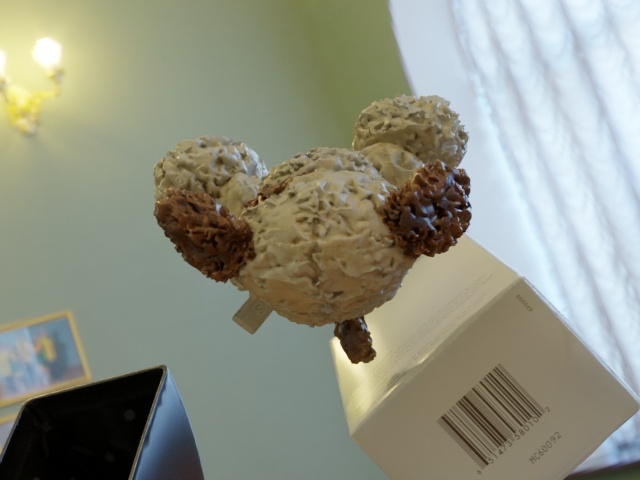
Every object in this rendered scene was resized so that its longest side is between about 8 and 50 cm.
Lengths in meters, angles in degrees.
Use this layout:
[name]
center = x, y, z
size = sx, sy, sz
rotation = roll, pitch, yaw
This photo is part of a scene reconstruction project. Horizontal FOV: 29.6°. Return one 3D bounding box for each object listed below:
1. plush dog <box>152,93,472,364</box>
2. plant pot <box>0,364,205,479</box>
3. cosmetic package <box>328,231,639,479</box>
[plush dog]
center = 0.000, 0.000, 0.922
size = 0.262, 0.210, 0.225
rotation = -11, -2, 4
[plant pot]
center = -0.220, 0.269, 1.274
size = 0.188, 0.167, 0.187
rotation = -17, 34, 21
[cosmetic package]
center = 0.131, 0.117, 1.122
size = 0.197, 0.155, 0.365
rotation = -43, 6, 5
